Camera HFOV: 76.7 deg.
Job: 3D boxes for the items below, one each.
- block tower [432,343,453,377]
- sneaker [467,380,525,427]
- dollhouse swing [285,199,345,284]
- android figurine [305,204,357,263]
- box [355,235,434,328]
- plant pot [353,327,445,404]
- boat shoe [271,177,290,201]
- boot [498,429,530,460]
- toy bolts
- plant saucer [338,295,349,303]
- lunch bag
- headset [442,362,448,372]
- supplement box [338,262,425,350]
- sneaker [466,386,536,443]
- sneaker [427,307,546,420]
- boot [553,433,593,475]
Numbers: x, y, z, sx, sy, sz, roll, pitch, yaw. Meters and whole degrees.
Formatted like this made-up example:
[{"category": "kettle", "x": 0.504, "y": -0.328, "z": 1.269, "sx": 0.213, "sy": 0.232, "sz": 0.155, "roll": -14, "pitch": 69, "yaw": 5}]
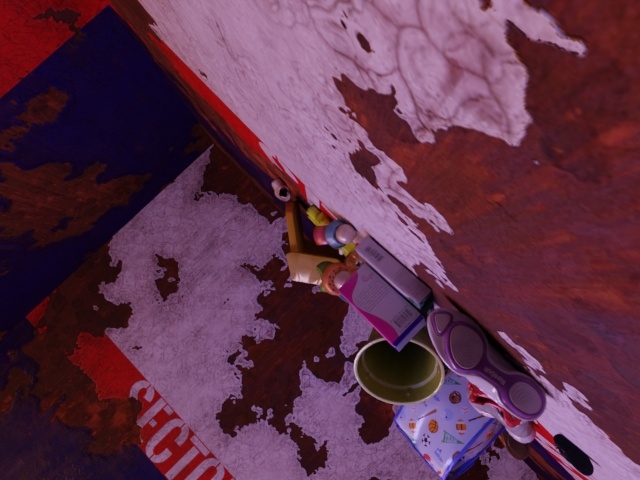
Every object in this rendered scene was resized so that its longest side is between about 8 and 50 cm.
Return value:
[{"category": "block tower", "x": 0.439, "y": 0.430, "z": 1.705, "sx": 0.335, "sy": 0.091, "sz": 0.097, "roll": 43, "pitch": 176, "yaw": 37}, {"category": "sneaker", "x": 0.430, "y": 0.377, "z": 1.090, "sx": 0.279, "sy": 0.118, "sz": 0.107, "roll": 41, "pitch": 173, "yaw": 48}, {"category": "dollhouse swing", "x": 0.000, "y": 0.000, "z": 1.743, "sx": 0.314, "sy": 0.305, "sz": 0.347, "roll": 9, "pitch": -172, "yaw": 3}, {"category": "android figurine", "x": 0.051, "y": -0.017, "z": 1.536, "sx": 0.273, "sy": 0.056, "sz": 0.248, "roll": 47, "pitch": 176, "yaw": 6}, {"category": "box", "x": 0.227, "y": 0.132, "z": 1.183, "sx": 0.232, "sy": 0.058, "sz": 0.322, "roll": 43, "pitch": 176, "yaw": 28}, {"category": "plant pot", "x": 0.264, "y": 0.348, "z": 1.346, "sx": 0.276, "sy": 0.276, "sz": 0.254, "roll": 47, "pitch": -152, "yaw": -12}, {"category": "boat shoe", "x": -0.164, "y": -0.208, "z": 1.766, "sx": 0.059, "sy": 0.063, "sz": 0.170, "roll": 50, "pitch": 177, "yaw": 23}, {"category": "boot", "x": 0.791, "y": 0.825, "z": 1.819, "sx": 0.283, "sy": 0.109, "sz": 0.220, "roll": 48, "pitch": 175, "yaw": 2}, {"category": "toy bolts", "x": 0.089, "y": 0.044, "z": 1.267, "sx": 0.158, "sy": 0.218, "sz": 0.229, "roll": 0, "pitch": 103, "yaw": 66}, {"category": "plant saucer", "x": 0.136, "y": 0.228, "z": 2.327, "sx": 0.317, "sy": 0.043, "sz": 0.318, "roll": 37, "pitch": -155, "yaw": -20}, {"category": "lunch bag", "x": 0.535, "y": 0.739, "z": 1.681, "sx": 0.328, "sy": 0.385, "sz": 0.239, "roll": 40, "pitch": 172, "yaw": 48}, {"category": "headset", "x": 0.398, "y": 0.451, "z": 1.537, "sx": 0.243, "sy": 0.185, "sz": 0.394, "roll": 51, "pitch": 173, "yaw": 4}, {"category": "supplement box", "x": 0.169, "y": 0.184, "z": 1.117, "sx": 0.220, "sy": 0.111, "sz": 0.114, "roll": 44, "pitch": 176, "yaw": 26}, {"category": "sneaker", "x": 0.616, "y": 0.573, "z": 1.406, "sx": 0.262, "sy": 0.099, "sz": 0.121, "roll": 27, "pitch": 154, "yaw": 54}, {"category": "sneaker", "x": 0.357, "y": 0.282, "z": 0.932, "sx": 0.305, "sy": 0.114, "sz": 0.152, "roll": 46, "pitch": 175, "yaw": 8}, {"category": "boot", "x": 0.682, "y": 0.584, "z": 1.085, "sx": 0.099, "sy": 0.045, "sz": 0.121, "roll": 52, "pitch": -179, "yaw": -34}]
